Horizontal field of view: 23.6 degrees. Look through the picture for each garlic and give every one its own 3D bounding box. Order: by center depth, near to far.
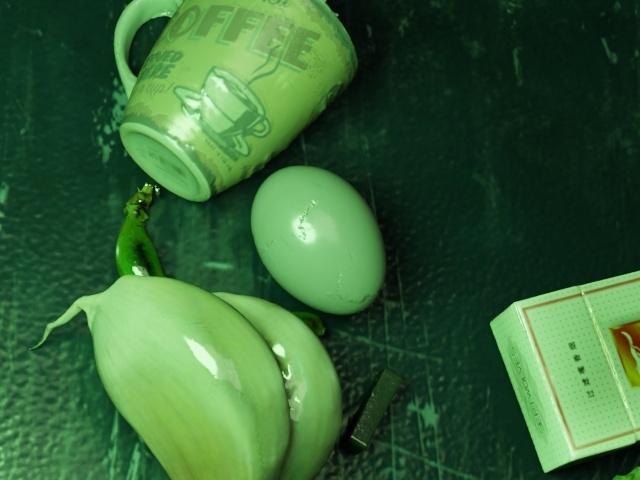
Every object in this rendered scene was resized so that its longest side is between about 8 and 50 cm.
[{"bbox_3d":[-0.121,0.150,1.743,0.340,0.246,0.231,48,42,9],"label":"garlic"}]

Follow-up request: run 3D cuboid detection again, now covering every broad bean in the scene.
[{"bbox_3d":[-0.138,0.061,1.844,0.292,0.049,0.144,38,60,0],"label":"broad bean"}]

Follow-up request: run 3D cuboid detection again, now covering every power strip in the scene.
[{"bbox_3d":[0.063,0.207,1.859,0.029,0.038,0.111,32,65,-5],"label":"power strip"}]

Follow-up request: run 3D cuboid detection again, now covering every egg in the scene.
[{"bbox_3d":[0.000,0.000,1.856,0.146,0.146,0.198,-37,86,-26],"label":"egg"}]

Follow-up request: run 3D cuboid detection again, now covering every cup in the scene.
[{"bbox_3d":[-0.148,-0.202,1.868,0.301,0.227,0.257,29,65,27],"label":"cup"}]

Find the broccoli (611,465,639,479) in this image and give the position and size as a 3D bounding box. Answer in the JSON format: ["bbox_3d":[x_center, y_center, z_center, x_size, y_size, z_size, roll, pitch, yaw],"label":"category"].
[{"bbox_3d":[0.407,0.444,1.760,0.338,0.277,0.317,32,44,-13],"label":"broccoli"}]

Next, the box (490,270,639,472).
[{"bbox_3d":[0.406,0.152,1.959,0.330,0.095,0.210,-13,74,-20],"label":"box"}]
